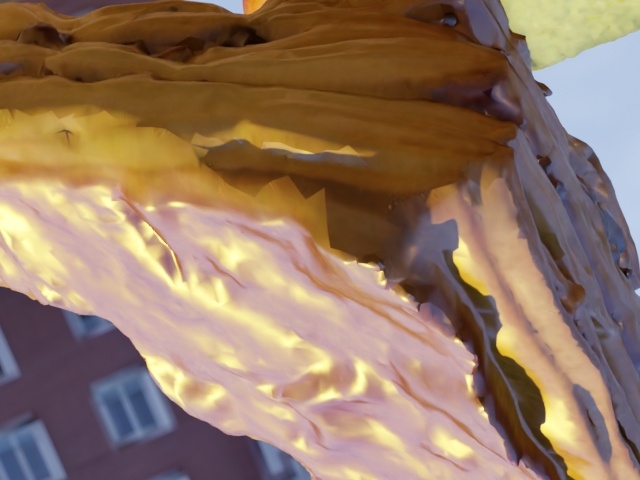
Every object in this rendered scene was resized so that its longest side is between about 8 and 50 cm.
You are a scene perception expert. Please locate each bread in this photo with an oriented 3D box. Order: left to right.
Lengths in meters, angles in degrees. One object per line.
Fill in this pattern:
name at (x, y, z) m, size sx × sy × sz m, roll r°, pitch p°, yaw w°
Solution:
bread at (0.000, 0.000, 0.973) m, size 0.370 × 0.314 × 0.191 m, roll 7°, pitch -126°, yaw 37°

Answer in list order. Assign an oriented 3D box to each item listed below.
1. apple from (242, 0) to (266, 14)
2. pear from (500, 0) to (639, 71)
apple at (0.025, -0.214, 1.650) m, size 0.199 × 0.199 × 0.199 m, roll -19°, pitch -163°, yaw 6°
pear at (0.223, -0.313, 1.277) m, size 0.342 × 0.238 × 0.318 m, roll -20°, pitch -133°, yaw 14°
